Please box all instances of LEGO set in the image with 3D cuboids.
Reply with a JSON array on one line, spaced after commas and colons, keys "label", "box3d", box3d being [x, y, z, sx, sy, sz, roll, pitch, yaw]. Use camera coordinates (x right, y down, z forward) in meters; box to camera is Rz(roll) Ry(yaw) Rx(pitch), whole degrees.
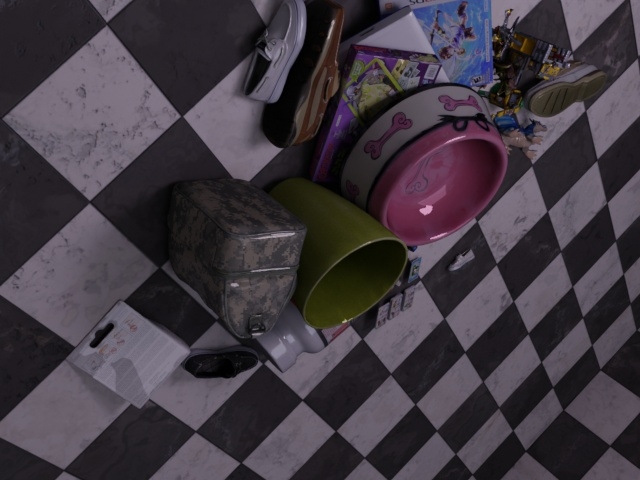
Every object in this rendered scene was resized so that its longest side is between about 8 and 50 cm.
[{"label": "LEGO set", "box3d": [0.476, -0.424, 1.971, 0.331, 0.192, 0.254, 11, 110, -45]}, {"label": "LEGO set", "box3d": [0.214, 0.118, 2.251, 0.182, 0.060, 0.244, -27, 135, -42]}]

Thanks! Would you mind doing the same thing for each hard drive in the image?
[{"label": "hard drive", "box3d": [0.177, -0.354, 1.779, 0.210, 0.040, 0.318, -27, 132, 15]}]

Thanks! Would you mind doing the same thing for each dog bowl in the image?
[{"label": "dog bowl", "box3d": [0.253, -0.155, 1.811, 0.408, 0.150, 0.407, -20, 142, -16]}]

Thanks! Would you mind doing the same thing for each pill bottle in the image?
[{"label": "pill bottle", "box3d": [-0.010, 0.147, 1.932, 0.363, 0.210, 0.210, -40, 137, -13]}]

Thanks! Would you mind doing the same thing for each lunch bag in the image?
[{"label": "lunch bag", "box3d": [-0.190, 0.033, 1.633, 0.213, 0.305, 0.255, -3, 117, -36]}]

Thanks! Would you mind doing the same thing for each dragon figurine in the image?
[{"label": "dragon figurine", "box3d": [0.521, -0.297, 2.179, 0.289, 0.144, 0.085, 4, 118, -22]}]

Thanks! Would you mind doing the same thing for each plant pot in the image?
[{"label": "plant pot", "box3d": [0.000, 0.000, 1.758, 0.275, 0.293, 0.274, -27, 147, -19]}]

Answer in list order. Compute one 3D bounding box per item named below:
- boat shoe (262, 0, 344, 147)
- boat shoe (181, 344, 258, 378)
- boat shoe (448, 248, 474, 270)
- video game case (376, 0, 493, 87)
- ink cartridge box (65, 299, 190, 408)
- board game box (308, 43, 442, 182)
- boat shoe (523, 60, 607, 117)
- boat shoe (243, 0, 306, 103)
[{"label": "boat shoe", "box3d": [-0.022, -0.348, 1.656, 0.120, 0.122, 0.323, -7, 131, -44]}, {"label": "boat shoe", "box3d": [-0.237, 0.311, 1.948, 0.229, 0.076, 0.080, 12, 110, -45]}, {"label": "boat shoe", "box3d": [0.427, 0.057, 2.391, 0.100, 0.035, 0.035, -30, 107, -17]}, {"label": "video game case", "box3d": [0.262, -0.459, 1.771, 0.245, 0.061, 0.269, -10, 132, 4]}, {"label": "ink cartridge box", "box3d": [-0.434, 0.252, 1.770, 0.181, 0.056, 0.225, -48, 120, -3]}, {"label": "board game box", "box3d": [0.116, -0.273, 1.768, 0.208, 0.056, 0.346, -1, 135, -25]}, {"label": "boat shoe", "box3d": [0.668, -0.432, 2.202, 0.302, 0.103, 0.113, -20, 143, -31]}, {"label": "boat shoe", "box3d": [-0.094, -0.382, 1.580, 0.076, 0.083, 0.226, -4, 121, -41]}]
